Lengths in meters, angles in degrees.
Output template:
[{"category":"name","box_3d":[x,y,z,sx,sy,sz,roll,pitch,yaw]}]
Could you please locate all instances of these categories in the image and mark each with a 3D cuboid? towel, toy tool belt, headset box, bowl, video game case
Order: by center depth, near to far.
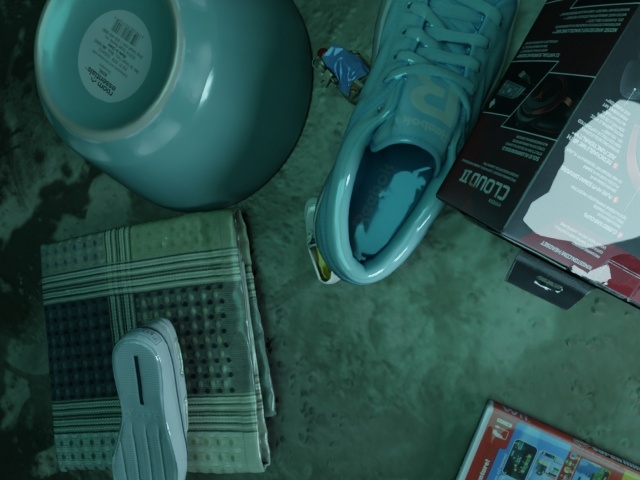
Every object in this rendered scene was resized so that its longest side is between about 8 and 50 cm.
[{"category":"headset box","box_3d":[0.248,-0.078,0.411,0.218,0.110,0.293,23,102,-20]},{"category":"video game case","box_3d":[0.263,0.306,0.516,0.285,0.025,0.204,22,99,17]},{"category":"toy tool belt","box_3d":[0.021,-0.184,0.572,0.083,0.051,0.052,44,105,14]},{"category":"bowl","box_3d":[-0.181,-0.189,0.587,0.311,0.163,0.311,0,91,20]},{"category":"towel","box_3d":[-0.211,0.133,0.674,0.324,0.056,0.312,-8,86,22]}]

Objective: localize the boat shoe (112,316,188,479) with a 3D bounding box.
[{"category":"boat shoe","box_3d":[-0.174,0.194,0.591,0.083,0.076,0.226,9,106,10]}]

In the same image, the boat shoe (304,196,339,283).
[{"category":"boat shoe","box_3d":[0.000,0.000,0.594,0.035,0.035,0.100,-10,89,20]}]

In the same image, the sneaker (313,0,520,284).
[{"category":"sneaker","box_3d":[0.098,-0.121,0.478,0.135,0.150,0.366,16,103,-9]}]
